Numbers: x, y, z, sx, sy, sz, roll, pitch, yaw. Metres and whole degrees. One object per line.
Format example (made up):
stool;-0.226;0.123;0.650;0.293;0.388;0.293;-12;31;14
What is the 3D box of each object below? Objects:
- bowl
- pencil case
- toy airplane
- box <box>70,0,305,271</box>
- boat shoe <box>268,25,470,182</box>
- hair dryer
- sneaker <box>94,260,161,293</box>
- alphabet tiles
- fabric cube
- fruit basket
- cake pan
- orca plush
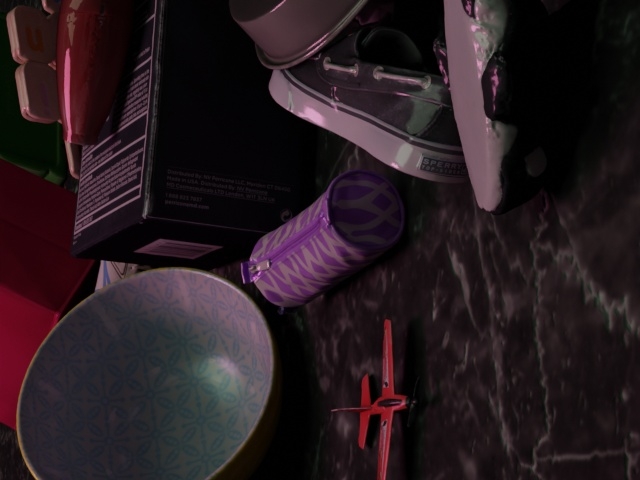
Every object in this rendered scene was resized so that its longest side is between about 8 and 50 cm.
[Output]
bowl;-0.158;0.189;1.590;0.156;0.289;0.289;61;-169;-51
pencil case;0.000;0.000;1.415;0.206;0.088;0.086;-38;52;57
toy airplane;0.053;0.150;1.329;0.151;0.028;0.151;-172;90;-67
box;-0.144;-0.134;1.652;0.296;0.183;0.294;162;113;-65
boat shoe;0.048;-0.141;1.324;0.301;0.108;0.102;39;119;60
hair dryer;-0.240;-0.239;1.628;0.223;0.080;0.293;110;165;-65
sneaker;-0.243;0.051;1.943;0.086;0.085;0.237;-40;38;23
alphabet tiles;-0.269;-0.200;1.839;0.021;0.284;0.278;-19;77;32
fabric cube;-0.467;0.061;2.132;0.259;0.258;0.254;-67;1;-54
fruit basket;-0.596;-0.187;2.621;0.392;0.283;0.392;-19;63;44
cake pan;0.008;-0.297;1.392;0.293;0.054;0.293;-44;29;32
orca plush;0.146;-0.170;1.126;0.151;0.102;0.287;139;118;-79
